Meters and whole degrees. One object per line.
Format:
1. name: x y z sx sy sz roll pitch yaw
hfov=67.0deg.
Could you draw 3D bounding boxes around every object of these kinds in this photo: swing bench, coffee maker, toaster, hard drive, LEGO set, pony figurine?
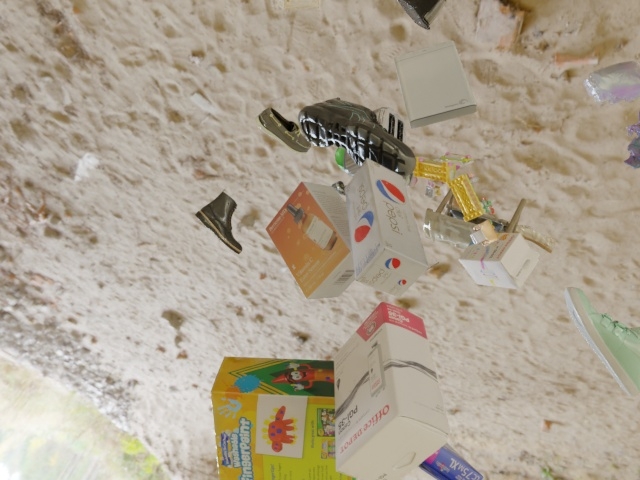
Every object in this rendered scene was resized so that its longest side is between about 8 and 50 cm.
1. swing bench: 0.506 -0.051 1.605 0.253 0.254 0.165 22 131 27
2. coffee maker: 0.319 -0.729 1.384 0.120 0.178 0.171 50 -164 27
3. toaster: 0.160 -0.284 1.395 0.146 0.227 0.129 -12 154 44
4. hard drive: 0.412 -0.577 1.773 0.232 0.353 0.047 -13 147 11
5. LEGO set: 0.310 -0.119 1.075 0.287 0.107 0.132 43 140 33
6. pony figurine: 0.932 -0.363 1.307 0.302 0.364 0.351 27 156 -19

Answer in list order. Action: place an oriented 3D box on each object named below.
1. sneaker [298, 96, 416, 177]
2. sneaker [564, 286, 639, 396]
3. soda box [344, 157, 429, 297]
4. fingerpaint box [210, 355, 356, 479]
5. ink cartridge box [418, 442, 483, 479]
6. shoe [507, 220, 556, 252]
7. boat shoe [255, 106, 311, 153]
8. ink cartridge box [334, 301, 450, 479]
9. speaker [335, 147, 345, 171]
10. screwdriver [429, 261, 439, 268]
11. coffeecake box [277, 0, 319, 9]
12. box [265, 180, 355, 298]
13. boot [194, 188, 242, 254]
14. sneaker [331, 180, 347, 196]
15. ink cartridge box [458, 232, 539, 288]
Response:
1. sneaker: 0.078 -0.204 0.895 0.267 0.106 0.101 36 149 31
2. sneaker: 0.656 0.186 1.048 0.256 0.151 0.094 59 -167 14
3. soda box: 0.088 -0.026 0.698 0.073 0.216 0.069 23 126 -20
4. fingerpaint box: -0.083 0.543 1.306 0.370 0.163 0.445 1 112 3
5. ink cartridge box: 0.258 0.494 1.162 0.185 0.065 0.311 37 177 -11
6. shoe: 0.842 -0.027 1.937 0.219 0.076 0.058 29 106 -2
7. boat shoe: -0.146 -0.485 2.148 0.091 0.109 0.305 -35 137 31
8. ink cartridge box: 0.126 0.298 0.963 0.117 0.283 0.207 26 121 -16
9. speaker: 0.184 -0.312 2.007 0.131 0.131 0.296 0 171 35
10. screwdriver: 0.318 0.115 1.589 0.024 0.169 0.025 58 170 10
11. coffeecake box: -0.074 -0.926 1.711 0.068 0.142 0.186 52 147 43
12. box: 0.000 0.000 0.877 0.091 0.171 0.130 3 135 -49
13. boot: -0.304 -0.062 1.629 0.198 0.137 0.077 46 170 -14
14. sneaker: 0.097 -0.238 2.277 0.058 0.052 0.135 -10 152 28
15. ink cartridge box: 0.408 0.043 1.092 0.090 0.092 0.143 48 159 -19
